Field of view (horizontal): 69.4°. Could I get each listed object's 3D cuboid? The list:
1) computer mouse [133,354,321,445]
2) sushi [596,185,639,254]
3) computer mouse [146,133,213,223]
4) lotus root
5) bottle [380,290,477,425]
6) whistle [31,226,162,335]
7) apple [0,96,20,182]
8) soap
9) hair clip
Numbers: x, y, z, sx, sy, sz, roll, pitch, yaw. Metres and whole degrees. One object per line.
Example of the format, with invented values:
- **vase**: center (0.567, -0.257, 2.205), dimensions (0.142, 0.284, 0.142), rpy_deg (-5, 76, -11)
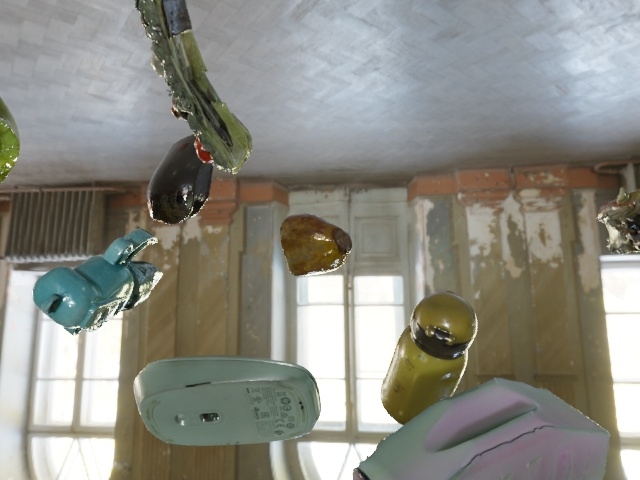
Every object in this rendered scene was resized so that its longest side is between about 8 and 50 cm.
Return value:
- **computer mouse**: center (-0.143, 0.236, 0.719), dimensions (0.288, 0.160, 0.097), rpy_deg (-6, -150, 2)
- **sushi**: center (0.456, -0.030, 0.627), dimensions (0.097, 0.103, 0.226), rpy_deg (19, 169, -6)
- **computer mouse**: center (-0.381, -0.180, 1.250), dimensions (0.168, 0.296, 0.087), rpy_deg (-4, 154, 24)
- **lotus root**: center (0.001, 0.000, 1.394), dimensions (0.179, 0.199, 0.188), rpy_deg (-14, -175, 39)
- **bottle**: center (0.261, 0.274, 1.091), dimensions (0.171, 0.172, 0.351), rpy_deg (2, 126, -14)
- **whistle**: center (-0.321, 0.073, 0.702), dimensions (0.093, 0.186, 0.274), rpy_deg (34, -174, 4)
- **apple**: center (-0.527, -0.140, 0.596), dimensions (0.226, 0.246, 0.246), rpy_deg (-25, 180, -22)
- **soap**: center (0.280, 0.404, 0.798), dimensions (0.445, 0.262, 0.156), rpy_deg (-10, -161, -23)
- **hair clip**: center (-0.223, -0.260, 0.783), dimensions (0.091, 0.322, 0.138), rpy_deg (-9, -149, 21)
